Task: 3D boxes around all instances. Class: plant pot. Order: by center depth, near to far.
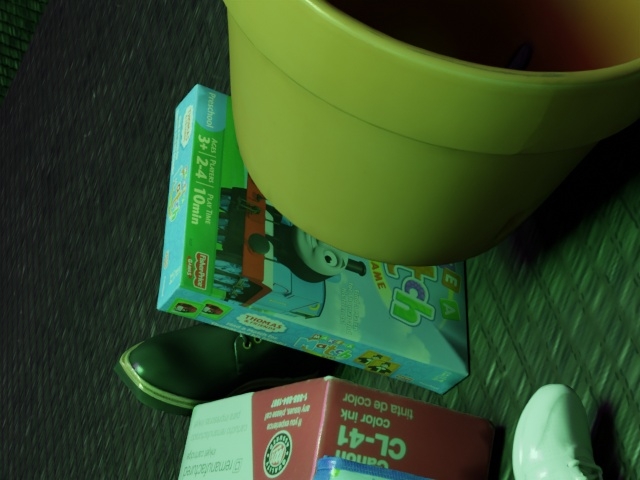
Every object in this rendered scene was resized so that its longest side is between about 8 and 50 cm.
[{"bbox_3d":[0.063,-0.122,0.909,0.203,0.290,0.291,109,162,-45],"label":"plant pot"}]

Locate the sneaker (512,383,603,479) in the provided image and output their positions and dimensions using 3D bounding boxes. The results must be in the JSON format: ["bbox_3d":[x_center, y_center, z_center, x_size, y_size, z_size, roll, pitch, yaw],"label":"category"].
[{"bbox_3d":[0.140,0.148,0.802,0.061,0.053,0.152,-25,56,47],"label":"sneaker"}]

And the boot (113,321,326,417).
[{"bbox_3d":[-0.049,0.053,1.109,0.077,0.198,0.137,48,119,24],"label":"boot"}]

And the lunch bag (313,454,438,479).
[{"bbox_3d":[0.049,0.196,0.820,0.096,0.151,0.129,-13,61,51],"label":"lunch bag"}]

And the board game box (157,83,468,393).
[{"bbox_3d":[0.000,0.000,1.002,0.039,0.211,0.160,-43,37,46],"label":"board game box"}]

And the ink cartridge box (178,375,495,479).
[{"bbox_3d":[-0.017,0.255,0.959,0.226,0.131,0.306,-22,52,60],"label":"ink cartridge box"}]
